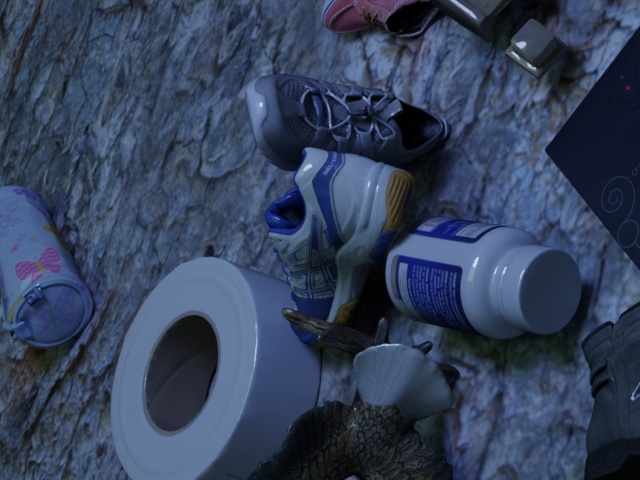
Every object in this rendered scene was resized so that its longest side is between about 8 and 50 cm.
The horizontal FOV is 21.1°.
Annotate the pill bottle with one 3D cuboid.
[{"bbox_3d":[0.162,0.039,1.694,0.186,0.112,0.112,11,83,53],"label":"pill bottle"}]

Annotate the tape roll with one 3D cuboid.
[{"bbox_3d":[-0.126,0.167,2.006,0.286,0.100,0.286,-25,55,42],"label":"tape roll"}]

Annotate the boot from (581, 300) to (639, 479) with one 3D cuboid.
[{"bbox_3d":[0.303,0.116,1.485,0.246,0.083,0.161,-33,49,53],"label":"boot"}]

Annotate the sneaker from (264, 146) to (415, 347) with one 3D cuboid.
[{"bbox_3d":[0.000,0.000,1.829,0.296,0.131,0.112,114,178,-50],"label":"sneaker"}]

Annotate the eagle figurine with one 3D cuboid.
[{"bbox_3d":[0.035,0.239,1.708,0.226,0.225,0.298,4,66,42],"label":"eagle figurine"}]

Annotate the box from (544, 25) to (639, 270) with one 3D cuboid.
[{"bbox_3d":[0.343,-0.046,1.480,0.165,0.143,0.270,-54,39,20],"label":"box"}]

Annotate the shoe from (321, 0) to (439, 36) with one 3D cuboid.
[{"bbox_3d":[0.068,-0.268,1.992,0.178,0.063,0.081,-27,49,37],"label":"shoe"}]

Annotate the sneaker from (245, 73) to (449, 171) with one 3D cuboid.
[{"bbox_3d":[0.028,-0.134,1.814,0.115,0.281,0.105,-19,78,34],"label":"sneaker"}]

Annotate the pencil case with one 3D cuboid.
[{"bbox_3d":[-0.411,0.035,2.409,0.124,0.113,0.273,-38,42,4],"label":"pencil case"}]

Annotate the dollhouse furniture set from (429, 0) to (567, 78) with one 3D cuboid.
[{"bbox_3d":[0.215,-0.364,1.868,0.303,0.174,0.355,-46,68,-3],"label":"dollhouse furniture set"}]
